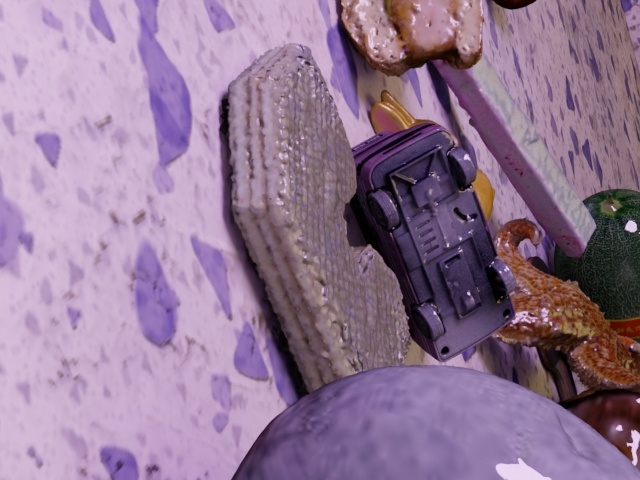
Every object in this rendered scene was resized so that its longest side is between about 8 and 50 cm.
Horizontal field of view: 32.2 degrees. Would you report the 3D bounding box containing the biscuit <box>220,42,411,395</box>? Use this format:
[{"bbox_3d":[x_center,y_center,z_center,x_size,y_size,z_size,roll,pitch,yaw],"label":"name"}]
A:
[{"bbox_3d":[0.000,0.000,0.749,0.250,0.046,0.147,69,25,-19],"label":"biscuit"}]

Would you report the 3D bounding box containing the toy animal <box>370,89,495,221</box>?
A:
[{"bbox_3d":[0.097,-0.067,0.987,0.159,0.070,0.083,56,33,-32],"label":"toy animal"}]

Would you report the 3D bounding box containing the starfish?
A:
[{"bbox_3d":[0.277,0.105,1.149,0.312,0.113,0.303,36,10,-21],"label":"starfish"}]

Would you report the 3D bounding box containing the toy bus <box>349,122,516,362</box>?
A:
[{"bbox_3d":[0.079,-0.002,0.867,0.098,0.087,0.178,34,-30,62],"label":"toy bus"}]

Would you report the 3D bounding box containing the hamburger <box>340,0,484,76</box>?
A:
[{"bbox_3d":[0.076,-0.262,0.988,0.131,0.124,0.262,60,27,-76],"label":"hamburger"}]

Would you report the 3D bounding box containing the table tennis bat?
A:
[{"bbox_3d":[0.292,0.126,1.388,0.130,0.019,0.220,-26,101,-65],"label":"table tennis bat"}]

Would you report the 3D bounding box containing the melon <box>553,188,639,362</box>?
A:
[{"bbox_3d":[0.404,0.042,1.477,0.182,0.182,0.288,-75,151,-47],"label":"melon"}]

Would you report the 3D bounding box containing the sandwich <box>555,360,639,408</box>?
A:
[{"bbox_3d":[0.396,0.274,1.336,0.288,0.099,0.254,-21,91,-43],"label":"sandwich"}]

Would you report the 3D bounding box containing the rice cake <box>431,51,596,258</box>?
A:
[{"bbox_3d":[0.203,-0.101,1.197,0.051,0.081,0.290,-43,111,-15],"label":"rice cake"}]

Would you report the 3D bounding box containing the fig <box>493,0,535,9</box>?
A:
[{"bbox_3d":[0.252,-0.366,1.493,0.089,0.089,0.125,61,5,-34],"label":"fig"}]

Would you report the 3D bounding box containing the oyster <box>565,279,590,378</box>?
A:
[{"bbox_3d":[0.320,0.113,1.376,0.146,0.045,0.121,32,44,-66],"label":"oyster"}]

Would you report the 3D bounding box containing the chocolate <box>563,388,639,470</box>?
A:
[{"bbox_3d":[0.280,0.323,1.024,0.340,0.225,0.210,60,41,-34],"label":"chocolate"}]

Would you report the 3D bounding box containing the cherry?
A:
[{"bbox_3d":[0.058,0.189,0.523,0.218,0.296,0.255,-4,111,-65],"label":"cherry"}]
